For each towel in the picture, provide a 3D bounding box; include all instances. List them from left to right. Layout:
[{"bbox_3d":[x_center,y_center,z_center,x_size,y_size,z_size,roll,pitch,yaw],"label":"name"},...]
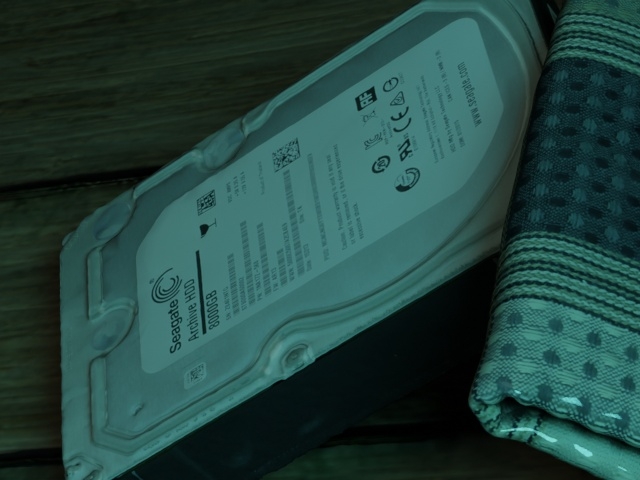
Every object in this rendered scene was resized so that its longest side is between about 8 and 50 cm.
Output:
[{"bbox_3d":[0.239,0.028,0.866,0.324,0.056,0.312,22,45,-4],"label":"towel"}]

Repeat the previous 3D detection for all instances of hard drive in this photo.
[{"bbox_3d":[0.000,0.000,1.036,0.339,0.064,0.237,-32,37,18],"label":"hard drive"}]
